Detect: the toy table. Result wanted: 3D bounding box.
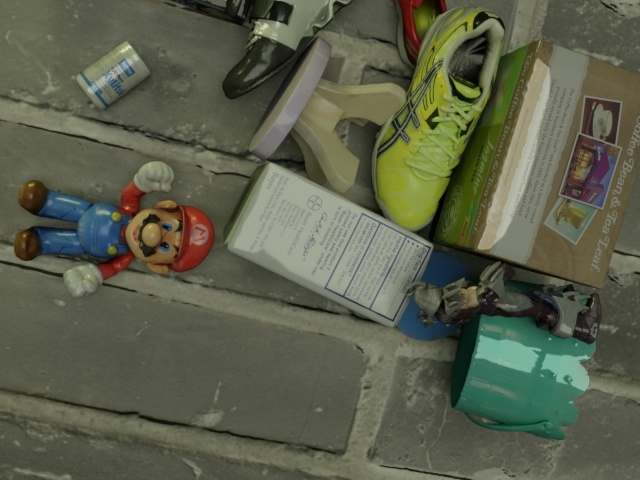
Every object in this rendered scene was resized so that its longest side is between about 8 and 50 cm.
[{"bbox_3d":[0.003,-0.201,1.242,0.161,0.252,0.274,32,56,-15],"label":"toy table"}]

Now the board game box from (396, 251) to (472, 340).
[{"bbox_3d":[0.203,0.101,1.389,0.133,0.033,0.168,13,97,-14],"label":"board game box"}]

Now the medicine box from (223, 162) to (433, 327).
[{"bbox_3d":[0.000,0.000,1.232,0.289,0.263,0.149,27,90,-9],"label":"medicine box"}]

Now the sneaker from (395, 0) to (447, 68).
[{"bbox_3d":[0.179,-0.438,1.301,0.107,0.118,0.278,-15,96,-8],"label":"sneaker"}]

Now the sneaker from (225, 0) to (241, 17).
[{"bbox_3d":[-0.155,-0.456,1.217,0.089,0.051,0.170,16,88,-11],"label":"sneaker"}]

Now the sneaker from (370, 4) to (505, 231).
[{"bbox_3d":[0.185,-0.198,1.213,0.145,0.147,0.384,15,97,-10],"label":"sneaker"}]

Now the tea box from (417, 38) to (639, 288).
[{"bbox_3d":[0.346,-0.120,1.247,0.220,0.323,0.328,17,91,-10],"label":"tea box"}]

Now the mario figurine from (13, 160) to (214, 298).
[{"bbox_3d":[-0.335,-0.020,1.222,0.321,0.170,0.198,5,128,-2],"label":"mario figurine"}]

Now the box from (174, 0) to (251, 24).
[{"bbox_3d":[-0.224,-0.553,1.257,0.296,0.073,0.293,18,90,-9],"label":"box"}]

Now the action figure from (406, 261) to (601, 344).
[{"bbox_3d":[0.263,0.092,1.120,0.285,0.185,0.099,8,80,-11],"label":"action figure"}]

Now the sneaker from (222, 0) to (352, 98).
[{"bbox_3d":[-0.073,-0.382,1.257,0.146,0.122,0.330,45,76,-22],"label":"sneaker"}]

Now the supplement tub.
[{"bbox_3d":[-0.347,-0.276,1.256,0.107,0.071,0.071,-38,99,-3],"label":"supplement tub"}]

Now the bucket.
[{"bbox_3d":[0.340,0.196,1.294,0.183,0.281,0.281,13,92,6],"label":"bucket"}]
